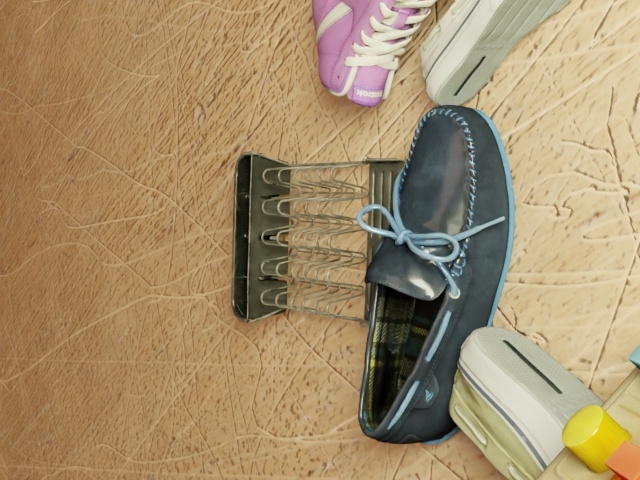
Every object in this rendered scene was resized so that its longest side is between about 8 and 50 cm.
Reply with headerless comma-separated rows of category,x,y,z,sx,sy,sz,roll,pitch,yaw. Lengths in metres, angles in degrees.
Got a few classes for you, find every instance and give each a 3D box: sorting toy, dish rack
sorting toy,0.225,0.119,0.618,0.347,0.047,0.196,-48,7,-2
dish rack,0.000,0.000,1.071,0.272,0.074,0.208,4,94,52

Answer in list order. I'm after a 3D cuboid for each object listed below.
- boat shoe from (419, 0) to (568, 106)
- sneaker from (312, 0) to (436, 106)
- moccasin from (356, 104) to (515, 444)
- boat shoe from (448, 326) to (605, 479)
boat shoe,0.156,-0.220,0.859,0.226,0.083,0.075,-46,57,43
sneaker,0.076,-0.221,0.938,0.282,0.102,0.161,169,102,-68
moccasin,0.106,0.039,0.899,0.138,0.117,0.341,9,98,52
boat shoe,0.215,0.191,0.785,0.302,0.109,0.094,51,134,49
